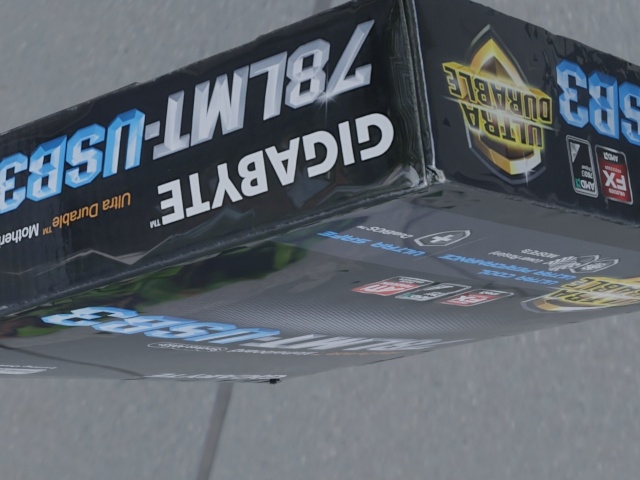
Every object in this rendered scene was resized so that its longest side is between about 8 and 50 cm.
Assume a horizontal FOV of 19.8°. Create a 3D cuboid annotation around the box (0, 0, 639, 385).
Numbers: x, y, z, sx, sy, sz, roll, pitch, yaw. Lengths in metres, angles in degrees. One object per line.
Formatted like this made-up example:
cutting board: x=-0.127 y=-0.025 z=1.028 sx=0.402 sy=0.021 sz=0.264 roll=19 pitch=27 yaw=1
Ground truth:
box: x=0.000 y=0.000 z=0.710 sx=0.293 sy=0.295 sz=0.073 roll=-17 pitch=75 yaw=34
